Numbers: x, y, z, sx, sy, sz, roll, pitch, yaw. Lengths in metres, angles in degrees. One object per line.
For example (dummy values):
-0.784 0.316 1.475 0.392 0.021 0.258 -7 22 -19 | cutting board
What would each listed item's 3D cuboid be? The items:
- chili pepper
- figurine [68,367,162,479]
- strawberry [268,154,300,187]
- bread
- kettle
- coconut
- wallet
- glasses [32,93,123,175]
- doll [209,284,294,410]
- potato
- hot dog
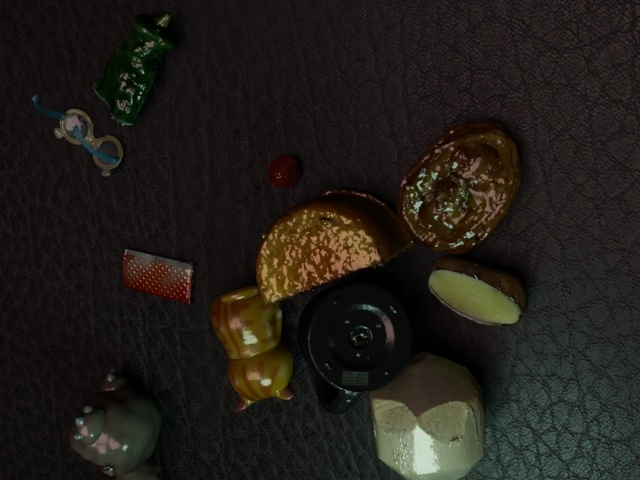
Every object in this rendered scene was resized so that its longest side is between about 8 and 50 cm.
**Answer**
-0.399 -0.395 1.889 0.270 0.099 0.136 -52 55 32 | chili pepper
-0.471 0.519 2.107 0.203 0.248 0.380 -10 112 21 | figurine
-0.080 -0.145 1.818 0.073 0.083 0.073 3 100 16 | strawberry
0.000 0.000 1.753 0.340 0.194 0.179 -20 93 24 | bread
0.039 0.219 1.745 0.207 0.290 0.268 8 85 -14 | kettle
0.214 0.346 1.723 0.245 0.245 0.247 0 111 25 | coconut
-0.389 0.084 2.052 0.196 0.020 0.103 12 108 22 | wallet
-0.542 -0.261 1.945 0.190 0.220 0.088 39 77 12 | glasses
-0.149 0.220 1.903 0.167 0.162 0.269 -16 100 28 | doll
0.314 0.086 1.690 0.200 0.081 0.164 21 150 14 | potato
0.268 -0.098 1.649 0.196 0.122 0.272 41 118 5 | hot dog
